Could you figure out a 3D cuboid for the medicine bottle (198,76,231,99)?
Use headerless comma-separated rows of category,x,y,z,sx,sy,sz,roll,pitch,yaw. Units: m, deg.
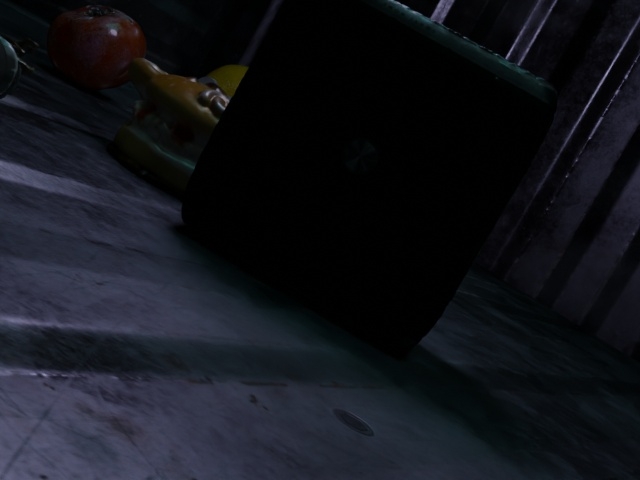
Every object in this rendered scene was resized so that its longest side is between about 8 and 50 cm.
medicine bottle,-0.215,-0.239,1.842,0.110,0.110,0.352,30,-11,4

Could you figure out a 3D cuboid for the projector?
projector,0.067,-0.110,1.299,0.395,0.405,0.242,29,6,5

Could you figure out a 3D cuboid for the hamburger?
hamburger,-0.218,-0.184,1.581,0.303,0.186,0.261,31,6,28

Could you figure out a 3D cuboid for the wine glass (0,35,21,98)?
wine glass,-0.492,-0.249,1.254,0.111,0.111,0.204,29,6,-1

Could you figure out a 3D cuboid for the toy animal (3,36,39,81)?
toy animal,-0.543,-0.319,1.623,0.220,0.069,0.086,3,-46,51

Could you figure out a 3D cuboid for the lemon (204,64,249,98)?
lemon,-0.200,-0.312,2.323,0.240,0.240,0.219,22,21,-44

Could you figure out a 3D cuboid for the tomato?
tomato,-0.528,-0.448,2.166,0.232,0.188,0.232,2,28,-1
